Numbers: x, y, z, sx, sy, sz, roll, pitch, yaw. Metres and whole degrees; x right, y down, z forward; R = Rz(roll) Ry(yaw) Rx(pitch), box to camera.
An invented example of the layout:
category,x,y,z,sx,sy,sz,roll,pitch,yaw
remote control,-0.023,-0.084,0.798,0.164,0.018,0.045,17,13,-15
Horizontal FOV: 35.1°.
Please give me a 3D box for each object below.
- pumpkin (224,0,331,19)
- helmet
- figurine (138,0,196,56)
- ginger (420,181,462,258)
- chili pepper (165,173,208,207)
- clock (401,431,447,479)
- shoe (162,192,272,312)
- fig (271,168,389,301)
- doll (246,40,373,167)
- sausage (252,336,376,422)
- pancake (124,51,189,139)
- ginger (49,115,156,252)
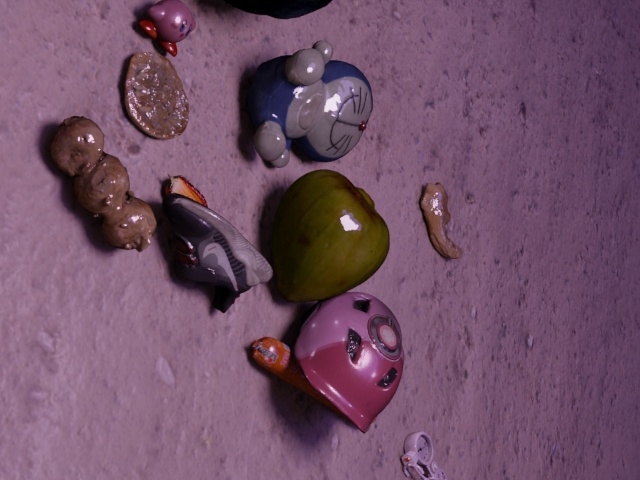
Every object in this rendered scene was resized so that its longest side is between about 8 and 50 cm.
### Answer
category,x,y,z,sx,sy,sz,roll,pitch,yaw
pumpkin,-0.065,-0.529,1.576,0.266,0.363,0.363,-37,111,-48
helmet,0.065,0.179,1.678,0.198,0.154,0.253,45,7,-19
figurine,-0.232,-0.336,1.547,0.067,0.071,0.083,51,10,36
ginger,0.250,-0.038,2.125,0.069,0.051,0.173,-26,107,-46
chili pepper,-0.188,-0.043,1.566,0.178,0.027,0.045,47,52,-35
clock,0.200,0.433,1.944,0.129,0.041,0.087,61,36,-14
shoe,-0.169,0.023,1.518,0.112,0.099,0.227,-54,131,-7
fig,0.000,0.000,1.696,0.225,0.203,0.203,-49,129,0
doll,-0.012,-0.228,1.745,0.258,0.154,0.228,12,105,-44
sausage,-0.002,0.244,1.716,0.348,0.053,0.053,38,53,-41
pancake,-0.249,-0.219,1.533,0.139,0.022,0.140,16,70,-51
ginger,-0.299,-0.077,1.388,0.204,0.080,0.104,59,9,-26
